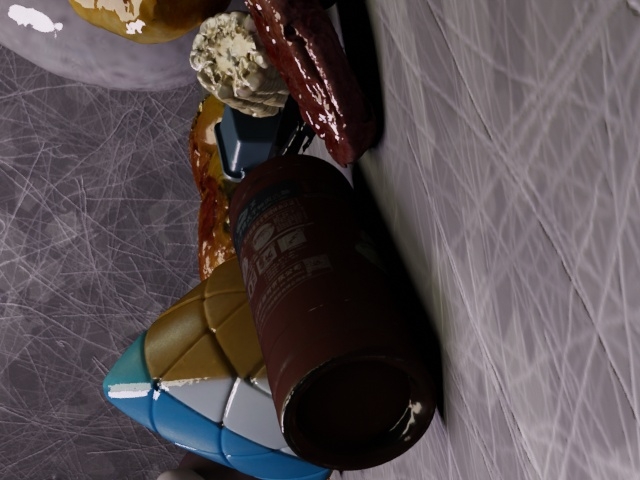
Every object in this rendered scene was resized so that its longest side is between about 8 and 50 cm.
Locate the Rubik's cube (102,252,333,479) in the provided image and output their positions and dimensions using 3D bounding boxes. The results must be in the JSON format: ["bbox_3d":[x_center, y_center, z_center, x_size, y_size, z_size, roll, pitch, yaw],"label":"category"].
[{"bbox_3d":[-0.024,0.143,1.187,0.254,0.254,0.254,170,90,-83],"label":"Rubik's cube"}]

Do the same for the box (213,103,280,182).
[{"bbox_3d":[-0.072,-0.114,1.395,0.054,0.074,0.099,106,156,-43],"label":"box"}]

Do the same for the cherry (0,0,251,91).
[{"bbox_3d":[-0.225,-0.309,1.397,0.326,0.335,0.291,58,162,-16],"label":"cherry"}]

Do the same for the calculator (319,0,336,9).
[{"bbox_3d":[-0.005,-0.232,0.833,0.190,0.034,0.127,136,125,-80],"label":"calculator"}]

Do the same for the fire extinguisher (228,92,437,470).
[{"bbox_3d":[0.000,0.000,0.912,0.138,0.102,0.344,-59,26,25],"label":"fire extinguisher"}]

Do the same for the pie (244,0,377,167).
[{"bbox_3d":[-0.007,-0.120,0.862,0.153,0.038,0.153,60,175,8],"label":"pie"}]

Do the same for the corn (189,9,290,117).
[{"bbox_3d":[-0.062,-0.144,1.034,0.211,0.087,0.087,-26,-74,-80],"label":"corn"}]

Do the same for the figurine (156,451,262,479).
[{"bbox_3d":[-0.095,0.428,1.782,0.218,0.206,0.365,-83,-14,-63],"label":"figurine"}]

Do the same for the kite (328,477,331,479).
[{"bbox_3d":[-0.012,0.105,1.430,0.377,0.013,0.327,-110,12,-67],"label":"kite"}]

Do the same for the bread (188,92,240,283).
[{"bbox_3d":[-0.106,-0.062,1.568,0.380,0.109,0.185,-102,7,-45],"label":"bread"}]

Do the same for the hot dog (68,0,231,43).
[{"bbox_3d":[-0.107,-0.288,1.000,0.150,0.153,0.257,30,125,29],"label":"hot dog"}]
